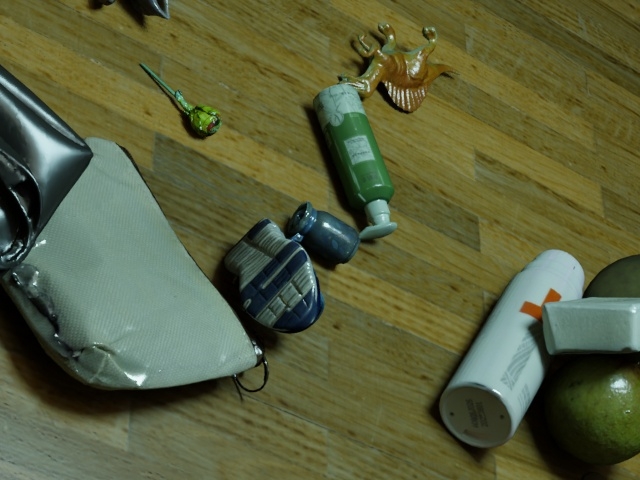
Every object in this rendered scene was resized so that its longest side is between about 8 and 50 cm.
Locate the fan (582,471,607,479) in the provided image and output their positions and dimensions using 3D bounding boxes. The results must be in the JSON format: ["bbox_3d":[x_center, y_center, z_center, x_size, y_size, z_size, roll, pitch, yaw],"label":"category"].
[{"bbox_3d":[0.356,0.390,2.073,0.152,0.008,0.227,42,38,-9],"label":"fan"}]

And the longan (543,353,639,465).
[{"bbox_3d":[0.356,0.196,2.104,0.145,0.176,0.155,40,10,-9],"label":"longan"}]

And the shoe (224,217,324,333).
[{"bbox_3d":[-0.035,0.051,1.871,0.106,0.091,0.207,43,4,-22],"label":"shoe"}]

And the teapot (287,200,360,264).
[{"bbox_3d":[0.000,-0.002,2.032,0.083,0.063,0.049,32,10,-17],"label":"teapot"}]

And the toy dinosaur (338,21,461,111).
[{"bbox_3d":[0.120,-0.227,2.319,0.212,0.057,0.142,23,57,-28],"label":"toy dinosaur"}]

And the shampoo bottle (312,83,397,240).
[{"bbox_3d":[0.046,-0.095,2.137,0.065,0.065,0.204,4,57,-42],"label":"shampoo bottle"}]

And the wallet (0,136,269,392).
[{"bbox_3d":[-0.217,0.035,1.779,0.275,0.068,0.335,-11,61,-52],"label":"wallet"}]

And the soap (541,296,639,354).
[{"bbox_3d":[0.355,0.103,2.083,0.183,0.121,0.064,-2,91,-62],"label":"soap"}]

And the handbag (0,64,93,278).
[{"bbox_3d":[-0.376,-0.073,1.598,0.257,0.113,0.285,49,52,-18],"label":"handbag"}]

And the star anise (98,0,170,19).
[{"bbox_3d":[-0.229,-0.366,2.075,0.262,0.081,0.230,-25,78,-39],"label":"star anise"}]

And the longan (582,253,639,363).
[{"bbox_3d":[0.425,0.101,2.254,0.189,0.189,0.189,25,44,-27],"label":"longan"}]

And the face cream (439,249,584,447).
[{"bbox_3d":[0.250,0.121,2.120,0.102,0.102,0.345,45,40,-5],"label":"face cream"}]

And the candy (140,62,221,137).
[{"bbox_3d":[-0.167,-0.170,2.021,0.123,0.035,0.035,42,6,6],"label":"candy"}]
